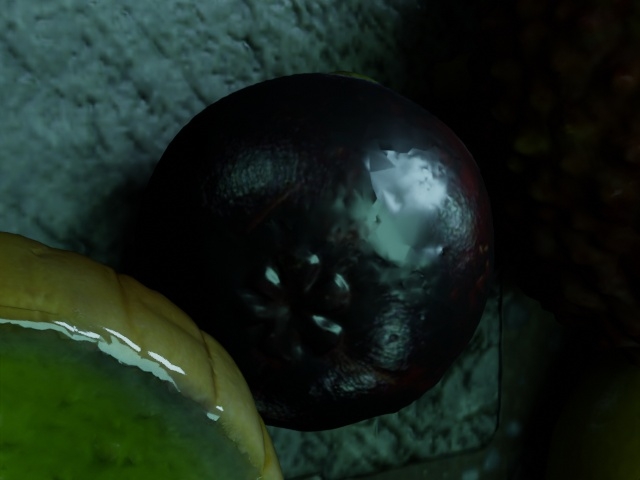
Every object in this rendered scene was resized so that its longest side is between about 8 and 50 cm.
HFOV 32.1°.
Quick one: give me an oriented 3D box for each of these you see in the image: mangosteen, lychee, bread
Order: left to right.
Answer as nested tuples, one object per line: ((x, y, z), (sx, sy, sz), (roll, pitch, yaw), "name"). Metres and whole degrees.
((-0.119, 0.113, 0.377), (0.236, 0.070, 0.236), (-5, 111, -14), "bread")
((0.000, 0.000, 0.462), (0.152, 0.152, 0.153), (-3, 96, -35), "mangosteen")
((0.198, -0.074, 0.512), (0.275, 0.304, 0.276), (7, 90, -69), "lychee")

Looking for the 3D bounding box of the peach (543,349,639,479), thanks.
((0.235, 0.149, 0.630), (0.251, 0.153, 0.251), (-10, 107, -34), "peach")
